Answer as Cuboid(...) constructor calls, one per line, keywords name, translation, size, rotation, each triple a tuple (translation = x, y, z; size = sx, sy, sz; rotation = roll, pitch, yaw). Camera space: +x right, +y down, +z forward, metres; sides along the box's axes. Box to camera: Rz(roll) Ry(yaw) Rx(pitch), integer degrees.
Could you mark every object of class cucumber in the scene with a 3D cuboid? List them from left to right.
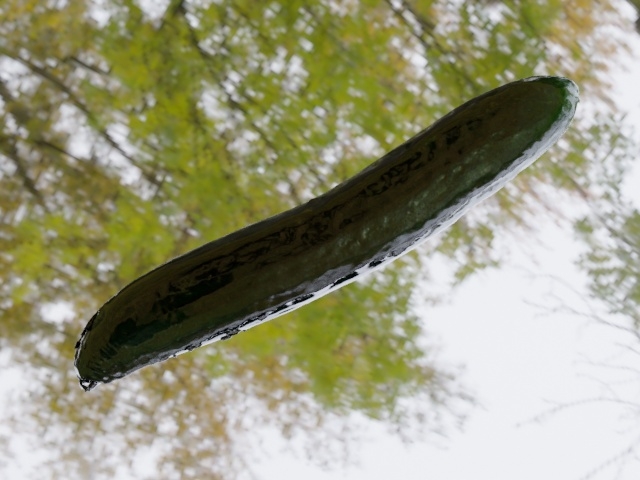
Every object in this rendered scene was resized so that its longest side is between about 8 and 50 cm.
Cuboid(name="cucumber", translation=(0.000, 0.000, 0.430), size=(0.184, 0.033, 0.036), rotation=(-28, -135, 3))
